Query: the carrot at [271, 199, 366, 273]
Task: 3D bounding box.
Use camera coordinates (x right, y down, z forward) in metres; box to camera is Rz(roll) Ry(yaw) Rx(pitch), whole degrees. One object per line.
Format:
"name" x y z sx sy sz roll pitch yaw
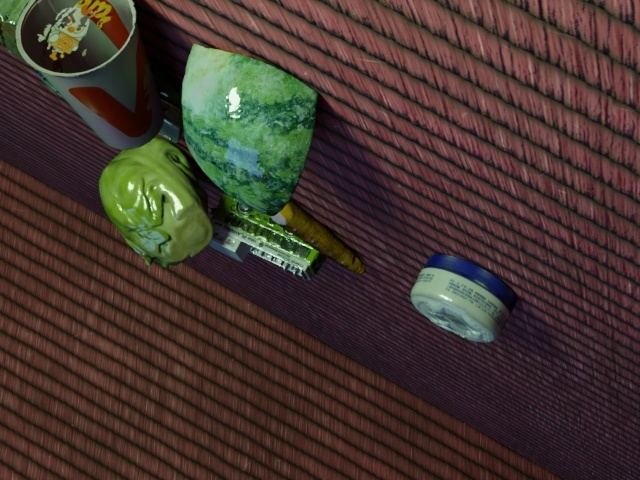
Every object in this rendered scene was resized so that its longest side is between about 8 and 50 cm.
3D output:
"carrot" 0.000 0.000 1.963 0.314 0.066 0.066 38 164 -30

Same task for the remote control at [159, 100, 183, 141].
"remote control" -0.328 -0.249 1.727 0.090 0.038 0.309 30 176 -10

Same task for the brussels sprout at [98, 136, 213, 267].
"brussels sprout" -0.399 -0.100 2.013 0.328 0.247 0.328 47 177 3

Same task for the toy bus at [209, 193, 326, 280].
"toy bus" -0.136 0.000 2.074 0.301 0.139 0.113 24 167 16

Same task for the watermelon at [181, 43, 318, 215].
"watermelon" -0.123 -0.198 1.380 0.260 0.256 0.176 28 -148 -21

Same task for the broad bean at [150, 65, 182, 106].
"broad bean" -0.348 -0.332 1.561 0.254 0.046 0.065 39 150 -29

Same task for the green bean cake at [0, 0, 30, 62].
"green bean cake" -0.534 -0.398 1.606 0.173 0.094 0.181 30 165 0

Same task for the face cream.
"face cream" 0.294 0.126 1.722 0.206 0.111 0.206 28 167 7

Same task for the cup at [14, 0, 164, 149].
"cup" -0.370 -0.286 1.426 0.203 0.203 0.288 26 161 15

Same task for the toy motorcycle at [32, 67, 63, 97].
"toy motorcycle" -0.584 -0.368 1.887 0.173 0.058 0.100 38 156 -34
